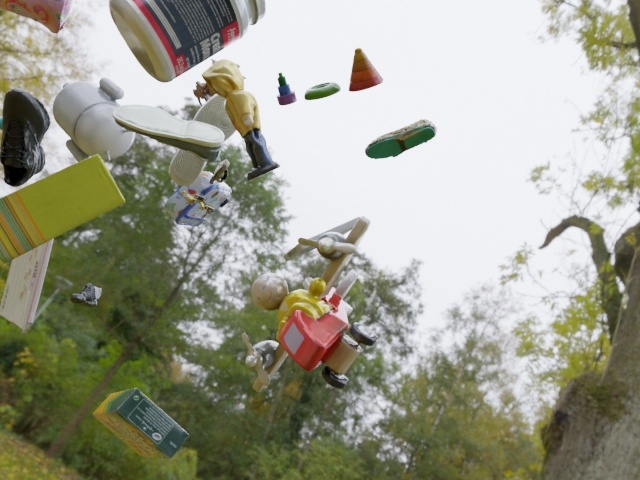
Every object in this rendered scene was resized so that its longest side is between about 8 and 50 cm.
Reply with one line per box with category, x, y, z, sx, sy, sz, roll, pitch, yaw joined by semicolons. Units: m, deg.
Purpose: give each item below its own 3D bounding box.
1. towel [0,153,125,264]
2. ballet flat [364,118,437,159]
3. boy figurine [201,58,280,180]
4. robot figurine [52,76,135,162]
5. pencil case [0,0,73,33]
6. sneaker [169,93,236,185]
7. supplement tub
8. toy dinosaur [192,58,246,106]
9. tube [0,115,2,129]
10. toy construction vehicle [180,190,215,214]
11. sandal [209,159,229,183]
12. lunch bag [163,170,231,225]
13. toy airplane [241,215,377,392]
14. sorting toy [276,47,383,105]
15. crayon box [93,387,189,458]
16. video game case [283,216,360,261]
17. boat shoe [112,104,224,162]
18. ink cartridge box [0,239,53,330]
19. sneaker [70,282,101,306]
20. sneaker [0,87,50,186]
towel;-0.473;-0.055;0.916;0.102;0.237;0.021;62;-10;-5
ballet flat;0.261;-0.330;1.710;0.241;0.077;0.091;-16;-50;13
boy figurine;-0.185;-0.287;1.233;0.284;0.092;0.177;66;-10;-12
robot figurine;-0.768;-0.406;1.785;0.353;0.299;0.200;40;17;29
pencil case;-0.618;-0.500;0.980;0.284;0.124;0.124;17;-18;-28
sneaker;-0.372;-0.342;1.695;0.131;0.350;0.148;38;6;-22
supplement tub;-0.270;-0.472;1.083;0.191;0.272;0.191;48;-15;17
toy dinosaur;-0.367;-0.540;1.915;0.127;0.200;0.295;10;29;-29
tube;-0.996;-0.363;1.622;0.207;0.052;0.080;6;2;3
toy construction vehicle;-0.387;-0.118;1.641;0.098;0.035;0.086;24;18;-34
sandal;-0.359;-0.240;1.903;0.049;0.072;0.180;32;-23;-18
lunch bag;-0.489;-0.156;2.106;0.115;0.243;0.303;45;2;6
toy airplane;-0.033;0.153;1.236;0.273;0.385;0.384;29;-31;-8
sorting toy;0.017;-0.543;1.727;0.366;0.127;0.126;-7;-62;17
crayon box;-0.534;0.534;1.521;0.203;0.083;0.323;47;-37;-12
video game case;0.000;0.000;1.653;0.025;0.204;0.285;65;-16;3
boat shoe;-0.441;-0.303;1.519;0.320;0.116;0.099;14;-43;-5
ink cartridge box;-0.765;0.087;1.399;0.239;0.274;0.060;8;-5;43
sneaker;-0.913;0.207;2.042;0.051;0.089;0.170;-11;-22;9
sneaker;-0.794;-0.263;1.393;0.109;0.130;0.286;12;-50;-9
